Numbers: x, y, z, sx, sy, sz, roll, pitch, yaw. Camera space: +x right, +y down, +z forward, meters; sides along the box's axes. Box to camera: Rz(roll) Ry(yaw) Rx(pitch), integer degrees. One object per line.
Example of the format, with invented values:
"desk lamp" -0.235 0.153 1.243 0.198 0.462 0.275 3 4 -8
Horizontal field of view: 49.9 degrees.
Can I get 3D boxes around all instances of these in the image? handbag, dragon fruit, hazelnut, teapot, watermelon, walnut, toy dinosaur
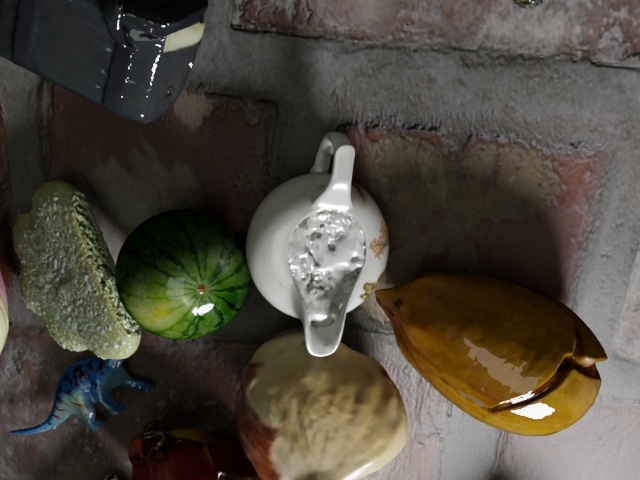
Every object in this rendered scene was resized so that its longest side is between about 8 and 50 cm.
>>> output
"handbag" -0.274 -0.289 0.875 0.254 0.181 0.181 29 129 -2
"dragon fruit" -0.175 0.417 1.074 0.250 0.250 0.315 -36 108 16
"hazelnut" -0.001 0.264 1.002 0.261 0.241 0.261 2 114 4
"teapot" 0.000 0.000 0.948 0.204 0.139 0.298 -2 100 -12
"watermelon" -0.200 0.045 0.989 0.188 0.214 0.188 -6 104 -26
"walnut" 0.228 0.146 0.961 0.336 0.209 0.209 24 109 6
"toy dinosaur" -0.372 0.248 1.125 0.144 0.076 0.329 40 105 1

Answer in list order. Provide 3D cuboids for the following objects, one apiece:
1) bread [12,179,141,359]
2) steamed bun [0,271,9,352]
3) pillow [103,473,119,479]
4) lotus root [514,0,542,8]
"bread" -0.386 0.061 1.040 0.207 0.056 0.287 -23 93 33
"steamed bun" -0.595 0.080 1.006 0.309 0.309 0.309 2 108 6
"pillow" -0.350 0.582 1.207 0.310 0.119 0.312 43 108 -12
"lotus root" 0.220 -0.380 0.826 0.120 0.120 0.209 -28 101 14
